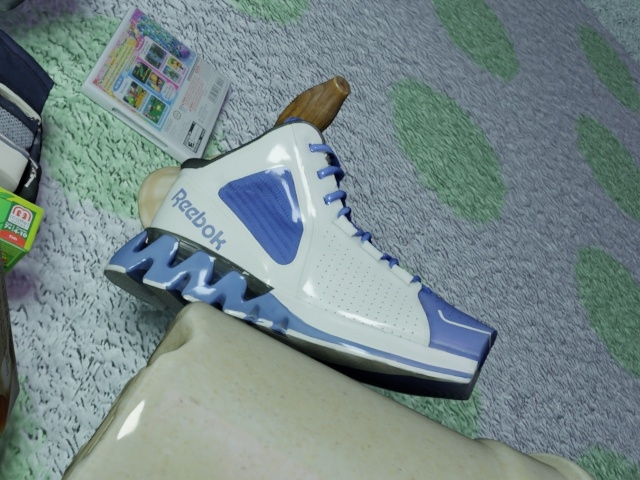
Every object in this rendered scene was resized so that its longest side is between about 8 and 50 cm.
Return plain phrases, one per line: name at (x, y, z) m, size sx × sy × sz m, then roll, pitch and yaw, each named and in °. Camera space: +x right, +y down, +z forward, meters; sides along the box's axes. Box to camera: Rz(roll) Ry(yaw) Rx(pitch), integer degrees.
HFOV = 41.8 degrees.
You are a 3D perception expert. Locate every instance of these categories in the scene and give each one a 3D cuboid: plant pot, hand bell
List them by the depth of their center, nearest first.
plant pot at (-0.026, 0.212, 0.578) m, size 0.305 × 0.334 × 0.334 m, roll 36°, pitch 40°, yaw -6°
hand bell at (-0.056, -0.077, 0.796) m, size 0.126 × 0.242 × 0.126 m, roll 28°, pitch 44°, yaw -31°

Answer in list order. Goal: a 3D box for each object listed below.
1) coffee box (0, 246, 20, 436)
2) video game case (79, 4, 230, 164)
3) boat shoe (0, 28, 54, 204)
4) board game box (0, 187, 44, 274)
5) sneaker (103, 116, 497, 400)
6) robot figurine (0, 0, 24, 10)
coffee box at (-0.251, 0.110, 0.453) m, size 0.098 × 0.141 × 0.247 m, roll 3°, pitch 31°, yaw -3°
video game case at (-0.175, -0.171, 0.924) m, size 0.143 × 0.019 × 0.157 m, roll 36°, pitch 42°, yaw -22°
boat shoe at (-0.362, -0.147, 0.637) m, size 0.340 × 0.127 × 0.158 m, roll 38°, pitch 33°, yaw -33°
board game box at (-0.308, -0.028, 0.609) m, size 0.181 × 0.092 × 0.043 m, roll 31°, pitch 43°, yaw -28°
sneaker at (-0.001, 0.000, 0.676) m, size 0.315 × 0.127 × 0.182 m, roll 18°, pitch 75°, yaw 11°
robot figurine at (-0.364, -0.373, 0.726) m, size 0.353 × 0.199 × 0.300 m, roll 50°, pitch -1°, yaw -7°
